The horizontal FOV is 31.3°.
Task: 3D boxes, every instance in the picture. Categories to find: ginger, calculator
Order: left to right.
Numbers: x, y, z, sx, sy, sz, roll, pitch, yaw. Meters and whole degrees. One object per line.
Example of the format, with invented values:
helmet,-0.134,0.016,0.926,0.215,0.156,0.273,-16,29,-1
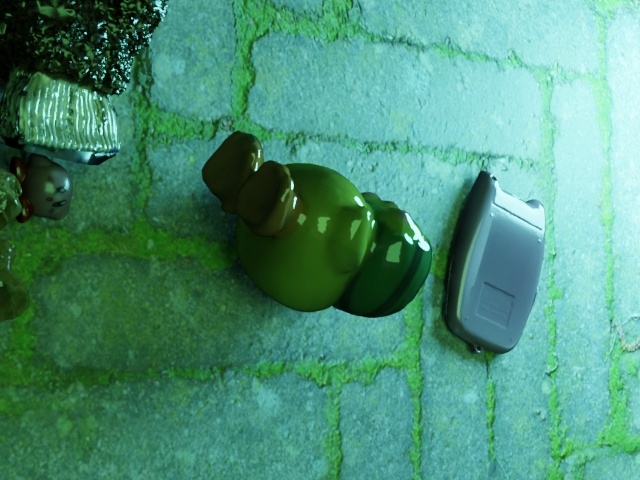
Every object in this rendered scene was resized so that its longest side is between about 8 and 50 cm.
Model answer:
ginger,-0.422,0.071,1.256,0.148,0.081,0.334,50,63,-24
calculator,0.291,0.045,1.871,0.194,0.043,0.294,25,72,-36

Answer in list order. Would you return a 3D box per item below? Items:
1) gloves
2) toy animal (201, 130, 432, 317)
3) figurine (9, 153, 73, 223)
gloves,-0.292,-0.243,1.354,0.210,0.135,0.312,2,82,-33
toy animal,0.000,0.003,1.546,0.338,0.216,0.191,25,98,-39
figurine,-0.329,-0.064,1.351,0.071,0.067,0.083,-8,103,-27
